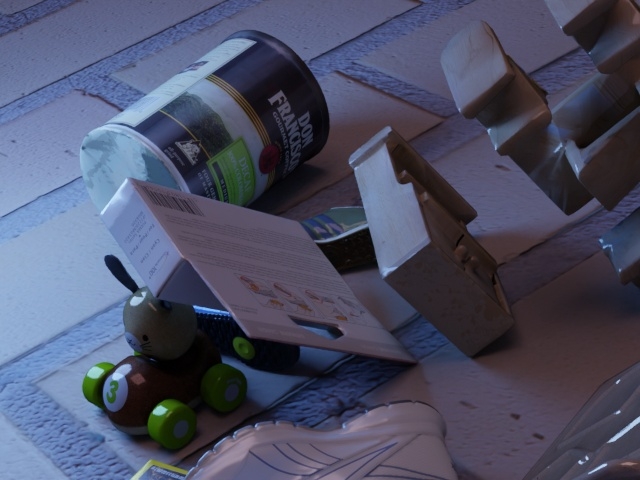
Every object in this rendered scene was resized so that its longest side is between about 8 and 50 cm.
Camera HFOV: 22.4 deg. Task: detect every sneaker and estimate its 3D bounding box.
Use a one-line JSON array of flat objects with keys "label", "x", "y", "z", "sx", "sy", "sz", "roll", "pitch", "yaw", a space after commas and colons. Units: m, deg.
[{"label": "sneaker", "x": 0.001, "y": 0.242, "z": 1.556, "sx": 0.297, "sy": 0.111, "sz": 0.129, "roll": -12, "pitch": 47, "yaw": -15}, {"label": "sneaker", "x": 0.000, "y": 0.000, "z": 2.013, "sx": 0.192, "sy": 0.064, "sz": 0.086, "roll": -11, "pitch": 24, "yaw": 4}, {"label": "sneaker", "x": -0.097, "y": 0.093, "z": 1.892, "sx": 0.209, "sy": 0.069, "sz": 0.082, "roll": 13, "pitch": 37, "yaw": 36}]

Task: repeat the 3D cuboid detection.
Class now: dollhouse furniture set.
[{"label": "dollhouse furniture set", "x": 0.249, "y": -0.097, "z": 1.809, "sx": 0.394, "sy": 0.362, "sz": 0.256, "roll": -39, "pitch": 29, "yaw": 16}]

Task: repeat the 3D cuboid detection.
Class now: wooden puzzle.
[{"label": "wooden puzzle", "x": 0.297, "y": 0.179, "z": 1.472, "sx": 0.348, "sy": 0.080, "sz": 0.322, "roll": -36, "pitch": -4, "yaw": -37}]

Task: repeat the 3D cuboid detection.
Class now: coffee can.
[{"label": "coffee can", "x": -0.150, "y": -0.127, "z": 2.132, "sx": 0.201, "sy": 0.201, "sz": 0.275, "roll": 16, "pitch": 43, "yaw": 39}]

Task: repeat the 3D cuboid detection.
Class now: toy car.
[{"label": "toy car", "x": -0.190, "y": 0.107, "z": 1.788, "sx": 0.149, "sy": 0.188, "sz": 0.155, "roll": -34, "pitch": 37, "yaw": -30}]

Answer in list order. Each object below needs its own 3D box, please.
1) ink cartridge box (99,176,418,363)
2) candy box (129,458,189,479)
[{"label": "ink cartridge box", "x": -0.066, "y": 0.056, "z": 1.777, "sx": 0.296, "sy": 0.066, "sz": 0.261, "roll": 14, "pitch": 30, "yaw": -50}, {"label": "candy box", "x": -0.125, "y": 0.285, "z": 1.636, "sx": 0.206, "sy": 0.027, "sz": 0.105, "roll": 12, "pitch": 41, "yaw": 34}]
